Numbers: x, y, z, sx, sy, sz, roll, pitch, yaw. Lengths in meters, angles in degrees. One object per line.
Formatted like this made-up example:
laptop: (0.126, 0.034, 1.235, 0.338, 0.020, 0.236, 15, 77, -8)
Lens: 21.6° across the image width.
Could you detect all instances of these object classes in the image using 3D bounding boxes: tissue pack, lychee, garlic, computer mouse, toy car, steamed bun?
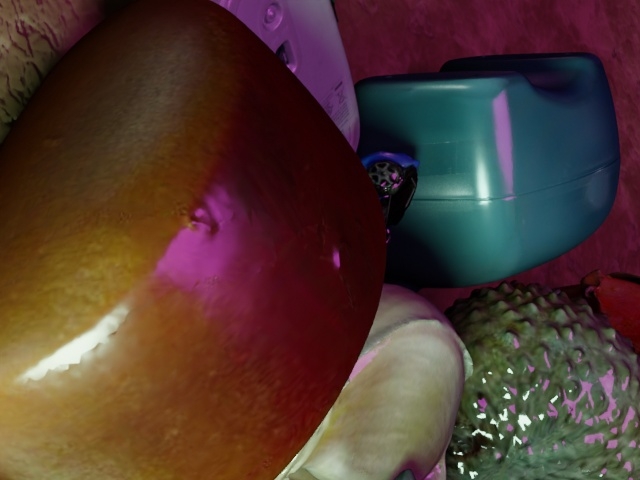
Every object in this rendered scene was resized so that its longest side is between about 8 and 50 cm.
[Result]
tissue pack: (0.153, -0.062, 1.536, 0.287, 0.198, 0.206, -23, 110, -58)
lychee: (0.173, 0.160, 1.471, 0.255, 0.255, 0.274, 49, 16, -35)
garlic: (0.012, 0.160, 1.252, 0.292, 0.210, 0.237, 17, 58, -59)
computer mouse: (-0.059, -0.137, 1.345, 0.159, 0.097, 0.288, -52, 143, -32)
toy car: (0.000, 0.000, 1.351, 0.216, 0.063, 0.103, -45, 160, -28)
steamed bun: (-0.099, 0.012, 1.110, 0.235, 0.248, 0.379, 51, 43, -32)

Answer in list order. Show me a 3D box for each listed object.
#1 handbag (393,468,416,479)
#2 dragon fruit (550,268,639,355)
handbag: (0.058, 0.324, 1.180, 0.211, 0.089, 0.254, -45, 121, -50)
dragon fruit: (0.354, 0.158, 1.692, 0.314, 0.263, 0.296, -36, 108, -53)
